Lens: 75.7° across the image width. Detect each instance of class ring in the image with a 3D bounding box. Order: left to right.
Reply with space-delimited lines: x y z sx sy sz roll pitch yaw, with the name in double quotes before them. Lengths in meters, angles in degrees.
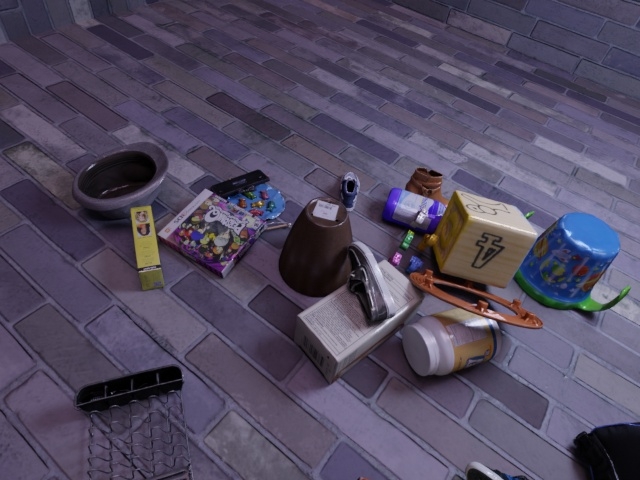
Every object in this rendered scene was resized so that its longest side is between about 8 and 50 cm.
"ring" 0.392 0.139 1.052 0.337 0.032 0.336 17 9 -3

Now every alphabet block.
"alphabet block" 0.456 -0.006 1.182 0.197 0.193 0.192 16 28 -2

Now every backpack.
"backpack" 0.664 0.504 0.790 0.213 0.276 0.263 32 54 1

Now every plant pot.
"plant pot" 0.000 0.000 1.110 0.216 0.230 0.215 5 48 -5

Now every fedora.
"fedora" -0.571 -0.160 1.219 0.276 0.124 0.244 -37 61 -24

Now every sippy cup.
"sippy cup" 0.724 0.045 1.201 0.306 0.224 0.240 20 49 8

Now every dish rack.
"dish rack" -0.358 0.400 0.806 0.209 0.074 0.271 -10 52 -17

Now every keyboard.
"keyboard" -0.252 -0.174 1.320 0.180 0.023 0.108 -25 42 -20

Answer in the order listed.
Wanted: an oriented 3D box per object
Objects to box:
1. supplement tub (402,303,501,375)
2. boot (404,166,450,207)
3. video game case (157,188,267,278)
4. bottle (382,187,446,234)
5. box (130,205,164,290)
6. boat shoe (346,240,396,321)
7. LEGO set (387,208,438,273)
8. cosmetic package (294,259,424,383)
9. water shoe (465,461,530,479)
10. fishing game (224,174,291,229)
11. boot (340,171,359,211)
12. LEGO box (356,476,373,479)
"supplement tub" 0.319 0.245 1.010 0.200 0.144 0.144 -11 52 -18
"boot" 0.382 -0.161 1.367 0.197 0.152 0.072 11 48 -1
"video game case" -0.308 -0.027 1.191 0.232 0.041 0.210 29 59 15
"bottle" 0.347 -0.079 1.329 0.283 0.092 0.118 20 49 8
"box" -0.469 0.016 1.112 0.058 0.087 0.232 -11 51 -21
"boat shoe" 0.102 0.092 0.979 0.070 0.077 0.219 -10 52 -19
"LEGO set" 0.284 0.010 1.200 0.087 0.093 0.227 33 73 -1
"cosmetic package" 0.096 0.195 1.026 0.296 0.129 0.153 -28 57 -28
"water shoe" 0.393 0.519 0.848 0.203 0.072 0.080 34 31 14
"fishing game" -0.207 -0.129 1.314 0.189 0.041 0.264 -8 50 -17
"boot" 0.103 -0.188 1.387 0.069 0.086 0.189 8 49 -3
"LEGO box" 0.250 0.642 0.620 0.501 0.193 0.372 15 48 3
